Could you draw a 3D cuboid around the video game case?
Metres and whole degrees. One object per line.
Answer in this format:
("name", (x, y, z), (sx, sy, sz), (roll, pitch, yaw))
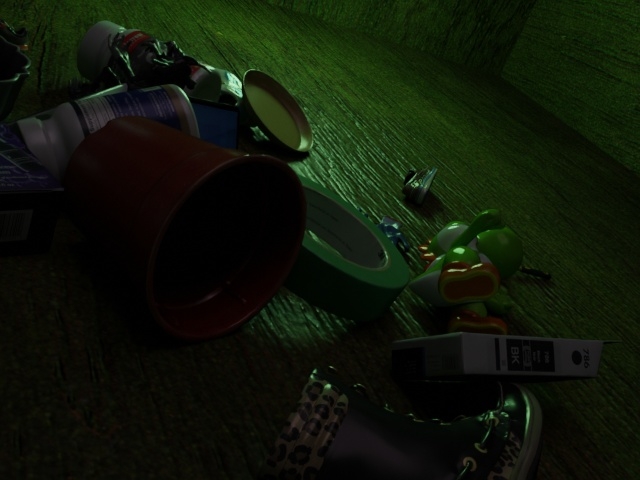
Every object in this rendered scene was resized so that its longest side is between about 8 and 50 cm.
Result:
("video game case", (-0.463, -0.230, 1.365), (0.183, 0.023, 0.201), (-13, 18, 19))

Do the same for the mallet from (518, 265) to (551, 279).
("mallet", (0.426, 0.054, 1.674), (0.189, 0.039, 0.062), (10, 31, -34))

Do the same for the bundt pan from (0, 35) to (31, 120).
("bundt pan", (-0.675, -0.284, 1.301), (0.330, 0.124, 0.331), (20, 25, -9))

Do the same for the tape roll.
("tape roll", (0.000, 0.000, 1.287), (0.321, 0.077, 0.321), (31, 21, -13))

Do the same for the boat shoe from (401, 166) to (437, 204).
("boat shoe", (0.241, -0.148, 1.875), (0.066, 0.066, 0.183), (24, 25, 5))

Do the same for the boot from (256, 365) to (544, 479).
("boot", (0.108, 0.240, 0.923), (0.284, 0.138, 0.377), (26, 30, 7))

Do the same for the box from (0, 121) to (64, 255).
("box", (-0.481, -0.076, 1.070), (0.153, 0.108, 0.207), (-8, 39, -47))

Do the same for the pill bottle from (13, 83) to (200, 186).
("pill bottle", (-0.340, -0.155, 1.229), (0.264, 0.153, 0.153), (-17, 42, -25))

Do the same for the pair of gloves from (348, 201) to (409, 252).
("pair of gloves", (0.093, -0.028, 1.566), (0.198, 0.023, 0.159), (24, 27, 4))

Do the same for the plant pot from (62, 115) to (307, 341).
("plant pot", (-0.207, -0.041, 1.082), (0.265, 0.272, 0.272), (31, 25, 34))

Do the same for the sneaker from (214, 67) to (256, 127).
("sneaker", (-0.238, -0.356, 1.853), (0.228, 0.087, 0.092), (39, 22, 30))

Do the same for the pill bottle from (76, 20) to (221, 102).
("pill bottle", (-0.372, -0.357, 1.656), (0.283, 0.161, 0.161), (28, 25, 11))

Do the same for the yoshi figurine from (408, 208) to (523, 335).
("yoshi figurine", (0.303, 0.051, 1.414), (0.203, 0.203, 0.362), (37, 21, -8))

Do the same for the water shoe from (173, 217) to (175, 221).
("water shoe", (-0.198, -0.013, 1.254), (0.080, 0.073, 0.203), (-39, 71, -20))

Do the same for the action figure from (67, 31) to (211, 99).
("action figure", (-0.353, -0.333, 1.488), (0.275, 0.141, 0.164), (-16, -5, 17))

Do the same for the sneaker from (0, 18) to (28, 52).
("sneaker", (-0.719, -0.460, 1.680), (0.158, 0.065, 0.061), (-3, 35, -43))

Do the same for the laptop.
("laptop", (-0.227, -0.150, 1.400), (0.234, 0.137, 0.264), (6, 30, -32))

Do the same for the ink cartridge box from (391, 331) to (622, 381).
("ink cartridge box", (0.287, 0.181, 1.158), (0.332, 0.065, 0.165), (6, -15, -30))

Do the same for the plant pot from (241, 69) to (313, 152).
("plant pot", (-0.108, -0.302, 1.825), (0.236, 0.032, 0.236), (40, 30, -29))
